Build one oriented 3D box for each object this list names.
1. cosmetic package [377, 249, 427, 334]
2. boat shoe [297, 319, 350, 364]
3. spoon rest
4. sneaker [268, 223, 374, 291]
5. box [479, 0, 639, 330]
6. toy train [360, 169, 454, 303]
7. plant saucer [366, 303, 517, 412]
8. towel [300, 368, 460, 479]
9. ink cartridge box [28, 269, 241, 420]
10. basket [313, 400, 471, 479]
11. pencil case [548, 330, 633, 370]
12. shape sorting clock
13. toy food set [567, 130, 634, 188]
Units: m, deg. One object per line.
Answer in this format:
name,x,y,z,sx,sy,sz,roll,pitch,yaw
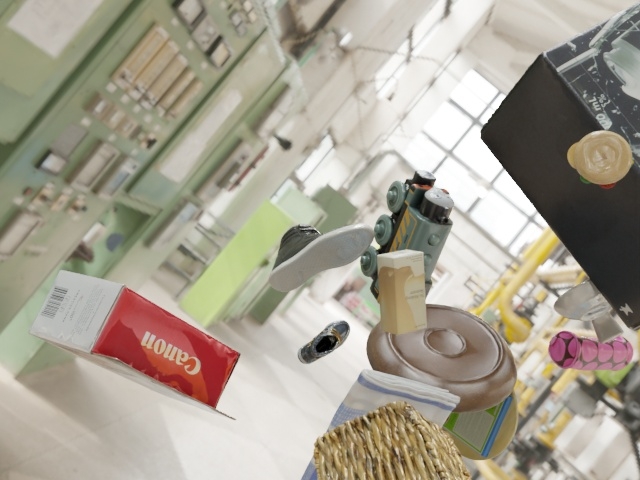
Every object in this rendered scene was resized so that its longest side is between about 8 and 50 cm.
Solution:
cosmetic package,0.119,0.075,1.158,0.060,0.115,0.041,-11,11,-32
boat shoe,0.028,0.250,2.002,0.065,0.183,0.083,57,-39,0
spoon rest,0.552,0.131,1.616,0.276,0.137,0.084,41,23,-54
sneaker,-0.001,0.000,1.886,0.104,0.295,0.147,42,33,-31
box,0.650,-0.177,1.477,0.480,0.471,0.297,55,-22,13
toy train,0.206,0.010,1.828,0.142,0.334,0.190,8,27,-27
plant saucer,0.249,0.220,1.607,0.310,0.050,0.311,6,34,-4
towel,0.107,0.370,1.461,0.209,0.285,0.034,19,22,-20
ink cartridge box,-0.304,0.189,1.419,0.271,0.130,0.309,8,-22,41
basket,0.142,0.413,1.155,0.223,0.213,0.299,45,24,-36
pencil case,0.602,0.246,1.783,0.209,0.095,0.098,10,32,-37
shape sorting clock,0.331,0.358,1.679,0.040,0.206,0.206,8,23,-45
toy food set,0.407,-0.118,1.147,0.083,0.083,0.020,57,3,15
